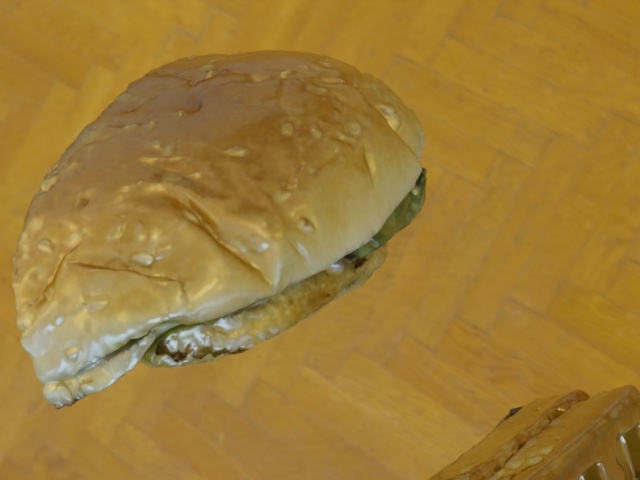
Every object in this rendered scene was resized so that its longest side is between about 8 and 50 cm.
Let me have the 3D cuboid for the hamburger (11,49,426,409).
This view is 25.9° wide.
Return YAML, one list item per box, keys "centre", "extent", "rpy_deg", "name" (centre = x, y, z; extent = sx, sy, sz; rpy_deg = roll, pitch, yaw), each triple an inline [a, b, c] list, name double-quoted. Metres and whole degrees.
- centre: [-0.053, -0.015, 0.678]
  extent: [0.155, 0.208, 0.135]
  rpy_deg: [-8, 106, 34]
  name: "hamburger"

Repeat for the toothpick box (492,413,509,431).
- centre: [0.271, 0.260, 1.608]
  extent: [0.120, 0.120, 0.184]
  rpy_deg: [-65, 18, 2]
  name: "toothpick box"

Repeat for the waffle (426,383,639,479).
- centre: [0.160, 0.274, 0.839]
  extent: [0.098, 0.224, 0.327]
  rpy_deg: [-13, 102, 49]
  name: "waffle"
